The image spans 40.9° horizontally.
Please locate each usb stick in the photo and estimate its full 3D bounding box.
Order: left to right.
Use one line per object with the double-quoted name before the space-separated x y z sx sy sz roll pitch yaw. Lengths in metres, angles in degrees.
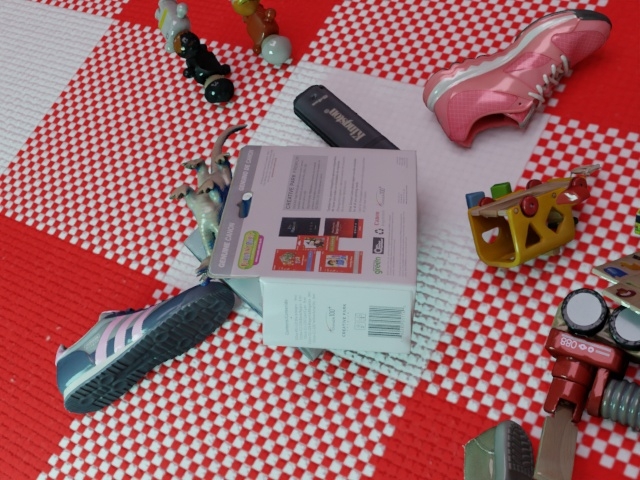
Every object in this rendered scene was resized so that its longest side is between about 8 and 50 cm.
"usb stick" 0.051 -0.179 1.465 0.077 0.045 0.278 -41 54 -4

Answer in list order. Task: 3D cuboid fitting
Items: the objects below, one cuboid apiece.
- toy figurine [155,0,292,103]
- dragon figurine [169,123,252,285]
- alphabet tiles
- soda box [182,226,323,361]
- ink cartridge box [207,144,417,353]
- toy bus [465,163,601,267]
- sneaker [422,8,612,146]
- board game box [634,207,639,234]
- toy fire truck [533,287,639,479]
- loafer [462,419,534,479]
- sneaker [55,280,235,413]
"toy figurine" -0.178 -0.379 1.578 0.213 0.209 0.148 -32 60 2
"dragon figurine" -0.156 -0.056 1.336 0.085 0.144 0.289 -12 36 16
"alphabet tiles" 0.465 0.064 1.070 0.237 0.009 0.198 -14 35 -39
"soda box" -0.085 0.061 1.346 0.098 0.091 0.286 -47 55 -10
"ink cartridge box" 0.000 0.000 1.228 0.272 0.130 0.309 4 40 4
"toy bus" 0.313 -0.028 1.232 0.202 0.191 0.104 -11 100 16
"sneaker" 0.328 -0.249 1.375 0.314 0.116 0.136 -25 64 14
"board game box" 0.541 -0.043 1.173 0.170 0.048 0.141 23 62 31
"toy fire truck" 0.369 0.202 1.059 0.217 0.158 0.246 17 80 29
"loafer" 0.214 0.350 1.067 0.087 0.094 0.251 -22 41 38
"sneaker" -0.291 0.138 1.370 0.319 0.112 0.131 -33 54 0
